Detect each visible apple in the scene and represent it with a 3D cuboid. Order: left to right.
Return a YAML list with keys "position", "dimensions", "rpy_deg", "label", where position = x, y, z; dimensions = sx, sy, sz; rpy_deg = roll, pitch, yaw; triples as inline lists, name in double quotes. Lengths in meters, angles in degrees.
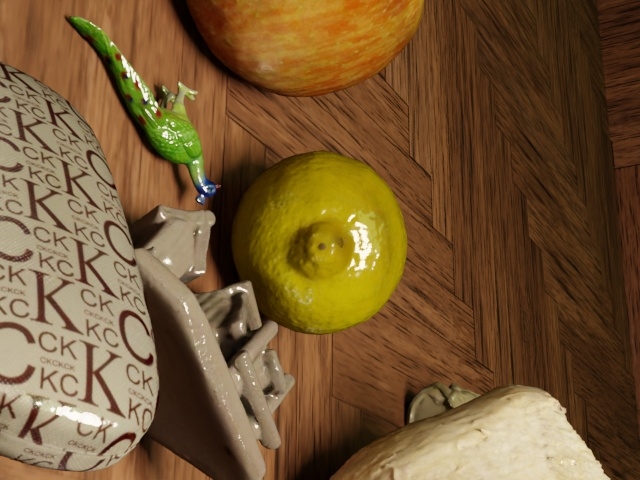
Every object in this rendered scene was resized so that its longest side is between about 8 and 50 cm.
- position: [0.000, -0.292, 1.172]
  dimensions: [0.309, 0.250, 0.277]
  rpy_deg: [-46, 121, -62]
  label: "apple"

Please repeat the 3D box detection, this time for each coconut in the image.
- position: [0.150, 0.365, 1.132]
  dimensions: [0.404, 0.405, 0.404]
  rpy_deg: [34, 50, -56]
  label: "coconut"

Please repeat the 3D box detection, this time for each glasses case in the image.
- position: [-0.189, -0.004, 0.711]
  dimensions: [0.137, 0.085, 0.354]
  rpy_deg: [22, 29, -36]
  label: "glasses case"

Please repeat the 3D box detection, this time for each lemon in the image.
- position: [0.000, 0.000, 1.147]
  dimensions: [0.248, 0.184, 0.184]
  rpy_deg: [-55, 131, -79]
  label: "lemon"

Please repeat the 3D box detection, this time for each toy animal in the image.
- position: [-0.153, -0.134, 1.041]
  dimensions: [0.217, 0.041, 0.075]
  rpy_deg: [58, 34, -29]
  label: "toy animal"

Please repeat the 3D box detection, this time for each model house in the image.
- position: [-0.102, 0.079, 0.968]
  dimensions: [0.229, 0.122, 0.188]
  rpy_deg: [67, 26, -18]
  label: "model house"

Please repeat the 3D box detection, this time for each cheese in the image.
- position: [0.187, 0.279, 1.521]
  dimensions: [0.202, 0.091, 0.175]
  rpy_deg: [14, 68, -64]
  label: "cheese"
